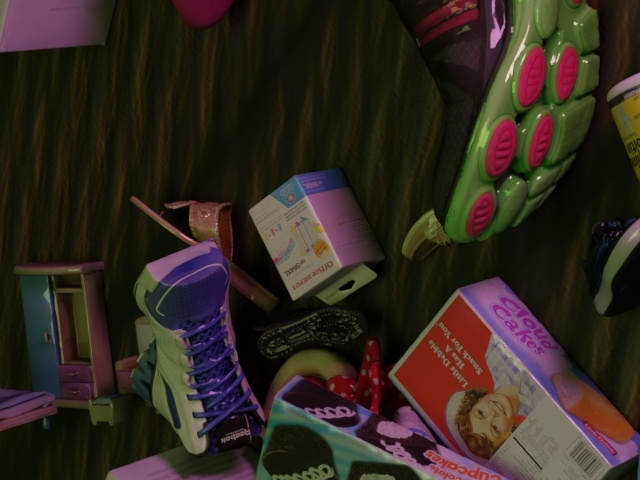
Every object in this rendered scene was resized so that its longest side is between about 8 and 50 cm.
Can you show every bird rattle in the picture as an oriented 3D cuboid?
[{"bbox_3d":[0.000,0.215,2.090,0.207,0.143,0.253,43,120,44],"label":"bird rattle"}]

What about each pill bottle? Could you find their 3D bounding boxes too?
[{"bbox_3d":[0.368,-0.085,1.754,0.103,0.103,0.184,-26,81,38],"label":"pill bottle"}]

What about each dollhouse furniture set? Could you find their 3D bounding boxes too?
[{"bbox_3d":[-0.392,0.148,2.266,0.286,0.303,0.198,-2,98,38],"label":"dollhouse furniture set"}]

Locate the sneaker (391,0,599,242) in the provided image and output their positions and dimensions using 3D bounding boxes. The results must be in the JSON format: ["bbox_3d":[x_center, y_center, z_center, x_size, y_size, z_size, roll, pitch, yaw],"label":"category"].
[{"bbox_3d":[0.177,-0.238,1.850,0.202,0.185,0.483,7,92,44],"label":"sneaker"}]

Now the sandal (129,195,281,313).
[{"bbox_3d":[-0.128,-0.008,2.192,0.240,0.088,0.079,38,88,19],"label":"sandal"}]

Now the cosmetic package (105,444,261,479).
[{"bbox_3d":[-0.048,0.433,2.096,0.453,0.230,0.161,33,117,30],"label":"cosmetic package"}]

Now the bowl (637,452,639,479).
[{"bbox_3d":[0.506,0.261,1.725,0.391,0.077,0.391,8,103,38],"label":"bowl"}]

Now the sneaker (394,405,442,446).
[{"bbox_3d":[0.125,0.263,2.010,0.071,0.083,0.191,-15,131,4],"label":"sneaker"}]

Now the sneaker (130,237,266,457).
[{"bbox_3d":[-0.134,0.153,2.108,0.182,0.127,0.315,51,151,28],"label":"sneaker"}]

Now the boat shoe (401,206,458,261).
[{"bbox_3d":[0.144,-0.017,1.976,0.135,0.050,0.045,-51,62,33],"label":"boat shoe"}]

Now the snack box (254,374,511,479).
[{"bbox_3d":[0.081,0.299,1.923,0.322,0.060,0.187,25,125,16],"label":"snack box"}]

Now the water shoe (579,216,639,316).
[{"bbox_3d":[0.304,0.010,1.788,0.203,0.073,0.080,99,147,-63],"label":"water shoe"}]

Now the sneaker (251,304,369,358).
[{"bbox_3d":[-0.013,0.104,2.103,0.170,0.089,0.051,-15,99,20],"label":"sneaker"}]

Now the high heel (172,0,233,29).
[{"bbox_3d":[-0.103,-0.409,2.004,0.181,0.127,0.377,-132,44,-57],"label":"high heel"}]

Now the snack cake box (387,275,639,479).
[{"bbox_3d":[0.217,0.190,1.932,0.264,0.089,0.152,50,126,20],"label":"snack cake box"}]

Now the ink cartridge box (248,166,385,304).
[{"bbox_3d":[0.000,0.000,2.067,0.092,0.090,0.143,-36,75,36],"label":"ink cartridge box"}]

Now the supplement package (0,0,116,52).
[{"bbox_3d":[-0.398,-0.352,2.249,0.203,0.194,0.149,30,115,30],"label":"supplement package"}]
